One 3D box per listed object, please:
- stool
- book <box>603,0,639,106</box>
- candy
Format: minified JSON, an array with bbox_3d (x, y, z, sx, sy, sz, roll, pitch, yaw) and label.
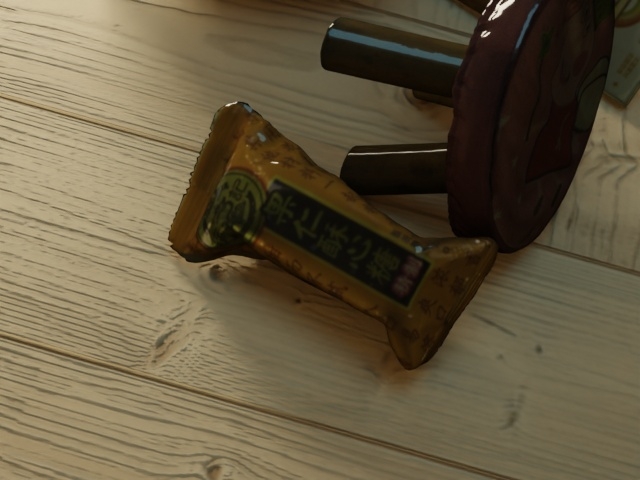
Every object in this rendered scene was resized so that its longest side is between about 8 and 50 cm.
[{"bbox_3d":[0.132,-0.138,1.320,0.178,0.272,0.272,19,49,24],"label":"stool"},{"bbox_3d":[0.246,-0.298,1.530,0.295,0.020,0.208,36,95,18],"label":"book"},{"bbox_3d":[0.000,0.000,1.266,0.271,0.101,0.143,29,89,14],"label":"candy"}]
